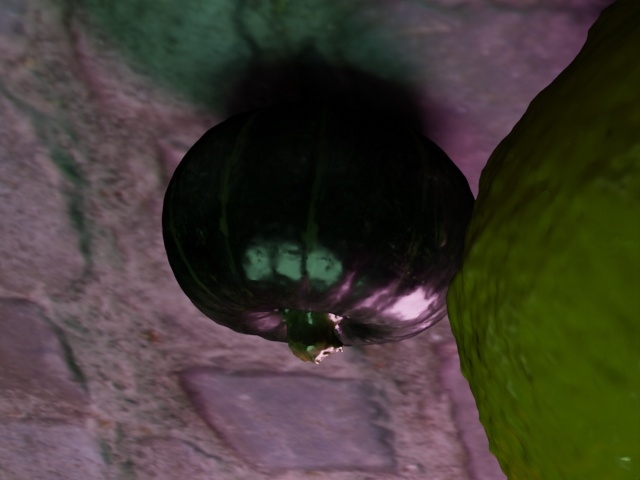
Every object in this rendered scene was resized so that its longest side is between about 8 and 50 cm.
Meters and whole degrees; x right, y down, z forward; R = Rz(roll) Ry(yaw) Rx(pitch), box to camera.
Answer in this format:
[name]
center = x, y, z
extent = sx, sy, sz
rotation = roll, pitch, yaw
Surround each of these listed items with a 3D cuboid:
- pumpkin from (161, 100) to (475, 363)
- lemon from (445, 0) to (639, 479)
[pumpkin]
center = 0.000, -0.003, 0.939
extent = 0.167, 0.125, 0.167
rotation = 8, 142, 6
[lemon]
center = 0.185, 0.021, 0.729
extent = 0.268, 0.268, 0.322
rotation = 7, 149, 19
